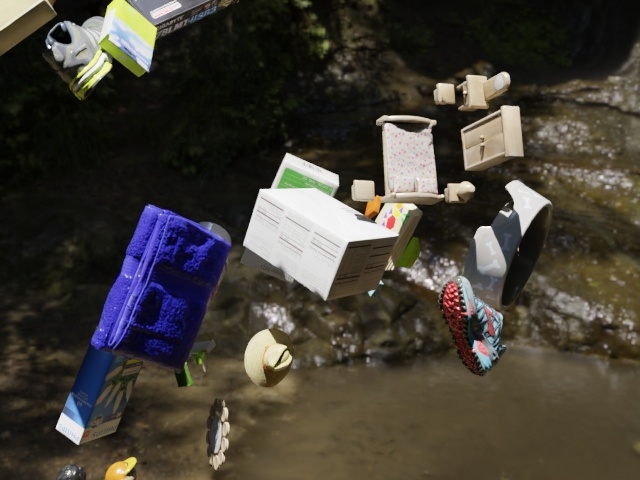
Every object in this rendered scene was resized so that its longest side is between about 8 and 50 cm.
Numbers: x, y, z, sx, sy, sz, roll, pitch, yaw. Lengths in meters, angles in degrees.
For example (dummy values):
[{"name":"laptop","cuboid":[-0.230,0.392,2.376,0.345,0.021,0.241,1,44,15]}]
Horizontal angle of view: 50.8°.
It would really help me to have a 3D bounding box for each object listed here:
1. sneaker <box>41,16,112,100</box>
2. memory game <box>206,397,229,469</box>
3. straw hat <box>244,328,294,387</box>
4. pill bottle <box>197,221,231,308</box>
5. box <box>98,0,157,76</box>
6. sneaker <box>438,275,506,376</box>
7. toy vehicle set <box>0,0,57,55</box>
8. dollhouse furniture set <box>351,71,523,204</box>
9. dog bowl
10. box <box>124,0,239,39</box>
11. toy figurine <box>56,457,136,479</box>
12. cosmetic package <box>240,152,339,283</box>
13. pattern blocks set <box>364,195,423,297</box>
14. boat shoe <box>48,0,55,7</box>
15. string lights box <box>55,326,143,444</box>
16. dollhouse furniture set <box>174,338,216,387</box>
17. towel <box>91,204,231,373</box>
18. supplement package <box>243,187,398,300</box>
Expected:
[{"name":"sneaker","cuboid":[-0.496,-0.411,1.400,0.121,0.111,0.300,44,17,-34]},{"name":"memory game","cuboid":[-0.271,0.508,1.772,0.012,0.186,0.186,8,9,-25]},{"name":"straw hat","cuboid":[-0.101,0.272,1.564,0.144,0.144,0.061,-5,0,-40]},{"name":"pill bottle","cuboid":[-0.361,0.090,1.906,0.169,0.169,0.301,7,45,13]},{"name":"box","cuboid":[-0.406,-0.427,1.423,0.109,0.042,0.178,37,32,-37]},{"name":"sneaker","cuboid":[0.369,0.187,1.605,0.125,0.262,0.104,-30,23,-23]},{"name":"toy vehicle set","cuboid":[-0.583,-0.425,1.191,0.267,0.166,0.035,52,-4,34]},{"name":"dollhouse furniture set","cuboid":[0.253,-0.245,1.510,0.355,0.303,0.174,-1,-7,-22]},{"name":"dog bowl","cuboid":[0.488,0.025,1.742,0.102,0.349,0.349,25,20,28]},{"name":"box","cuboid":[-0.410,-0.693,1.761,0.295,0.293,0.073,-35,-12,-26]},{"name":"toy figurine","cuboid":[-0.394,0.439,1.057,0.213,0.148,0.209,-17,4,36]},{"name":"cosmetic package","cuboid":[-0.098,-0.071,2.172,0.197,0.365,0.155,22,16,-6]},{"name":"pattern blocks set","cuboid":[0.184,-0.028,1.720,0.026,0.325,0.285,17,33,-28]},{"name":"boat shoe","cuboid":[-0.791,-0.708,1.957,0.068,0.072,0.190,-14,23,-34]},{"name":"string lights box","cuboid":[-0.493,0.324,1.549,0.077,0.260,0.133,26,8,20]},{"name":"dollhouse furniture set","cuboid":[-0.320,0.311,1.718,0.076,0.058,0.152,-10,14,16]},{"name":"towel","cuboid":[-0.313,0.106,1.384,0.076,0.308,0.227,12,-12,47]},{"name":"supplement package","cuboid":[0.000,0.000,1.511,0.262,0.145,0.204,32,22,32]}]
